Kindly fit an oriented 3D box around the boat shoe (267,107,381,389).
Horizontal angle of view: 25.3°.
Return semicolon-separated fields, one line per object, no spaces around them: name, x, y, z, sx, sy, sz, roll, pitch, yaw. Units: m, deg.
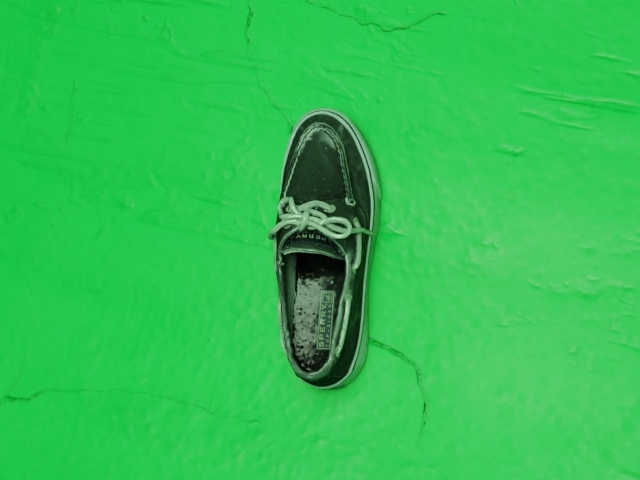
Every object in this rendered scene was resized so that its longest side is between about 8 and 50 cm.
boat shoe;-0.004;0.000;1.504;0.113;0.105;0.306;2;79;16
